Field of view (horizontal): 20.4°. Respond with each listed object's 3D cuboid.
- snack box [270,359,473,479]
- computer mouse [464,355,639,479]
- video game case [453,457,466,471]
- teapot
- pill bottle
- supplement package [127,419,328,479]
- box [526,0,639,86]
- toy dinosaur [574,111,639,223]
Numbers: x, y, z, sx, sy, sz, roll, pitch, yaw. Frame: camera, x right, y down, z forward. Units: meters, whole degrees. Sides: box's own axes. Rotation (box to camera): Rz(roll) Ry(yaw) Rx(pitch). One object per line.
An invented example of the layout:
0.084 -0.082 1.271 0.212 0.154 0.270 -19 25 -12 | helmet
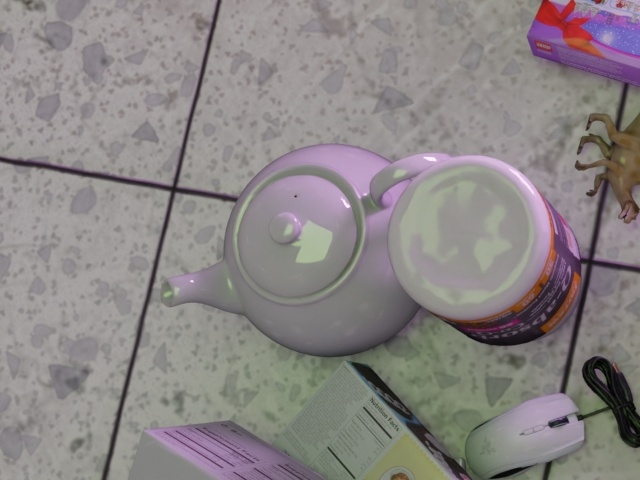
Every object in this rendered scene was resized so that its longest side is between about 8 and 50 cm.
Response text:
0.077 0.301 1.857 0.187 0.060 0.322 -49 62 12 | snack box
0.240 0.199 1.870 0.193 0.042 0.106 -24 73 12 | computer mouse
0.083 0.311 1.911 0.157 0.019 0.143 -7 76 17 | video game case
0.000 0.000 1.910 0.252 0.187 0.256 20 85 23 | teapot
0.177 0.020 1.801 0.162 0.278 0.162 -4 78 18 | pill bottle
-0.105 0.350 1.843 0.204 0.145 0.262 27 106 34 | supplement package
0.392 -0.255 1.895 0.293 0.057 0.201 20 77 21 | box
0.326 -0.100 1.909 0.092 0.053 0.183 18 72 3 | toy dinosaur
